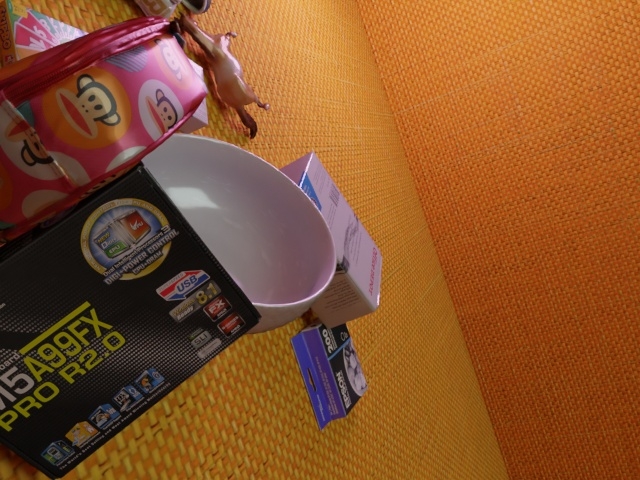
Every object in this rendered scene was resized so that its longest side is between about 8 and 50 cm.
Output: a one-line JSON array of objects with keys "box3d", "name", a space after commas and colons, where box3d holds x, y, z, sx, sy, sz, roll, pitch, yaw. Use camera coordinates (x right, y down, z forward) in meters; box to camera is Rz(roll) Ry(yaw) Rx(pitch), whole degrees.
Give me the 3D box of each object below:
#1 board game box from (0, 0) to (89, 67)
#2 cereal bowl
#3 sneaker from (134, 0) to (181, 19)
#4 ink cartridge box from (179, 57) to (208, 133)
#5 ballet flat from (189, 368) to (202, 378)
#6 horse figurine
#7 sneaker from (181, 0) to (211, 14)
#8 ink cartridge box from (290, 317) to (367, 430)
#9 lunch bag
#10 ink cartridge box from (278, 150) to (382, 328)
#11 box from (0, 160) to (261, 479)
[{"box3d": [-0.332, -0.237, 0.791, 0.259, 0.039, 0.124, 0, 75, -68], "name": "board game box"}, {"box3d": [-0.153, 0.003, 0.803, 0.339, 0.141, 0.339, 23, 36, -19], "name": "cereal bowl"}, {"box3d": [-0.303, -0.436, 0.892, 0.169, 0.108, 0.292, 57, 27, -26], "name": "sneaker"}, {"box3d": [-0.249, -0.264, 0.960, 0.088, 0.052, 0.122, 23, 53, -60], "name": "ink cartridge box"}, {"box3d": [-0.171, 0.120, 0.862, 0.086, 0.086, 0.248, 63, 27, -22], "name": "ballet flat"}, {"box3d": [-0.185, -0.343, 1.135, 0.263, 0.066, 0.174, 68, 19, -6], "name": "horse figurine"}, {"box3d": [-0.274, -0.527, 1.061, 0.192, 0.064, 0.086, 53, 26, -43], "name": "sneaker"}, {"box3d": [0.025, 0.275, 1.203, 0.208, 0.045, 0.206, -24, 96, -64], "name": "ink cartridge box"}, {"box3d": [-0.259, -0.109, 0.541, 0.120, 0.293, 0.258, 61, 23, -23], "name": "lunch bag"}, {"box3d": [0.000, 0.000, 1.181, 0.307, 0.129, 0.223, 54, 26, -24], "name": "ink cartridge box"}, {"box3d": [-0.227, 0.081, 0.548, 0.216, 0.270, 0.060, 59, -12, -31], "name": "box"}]
